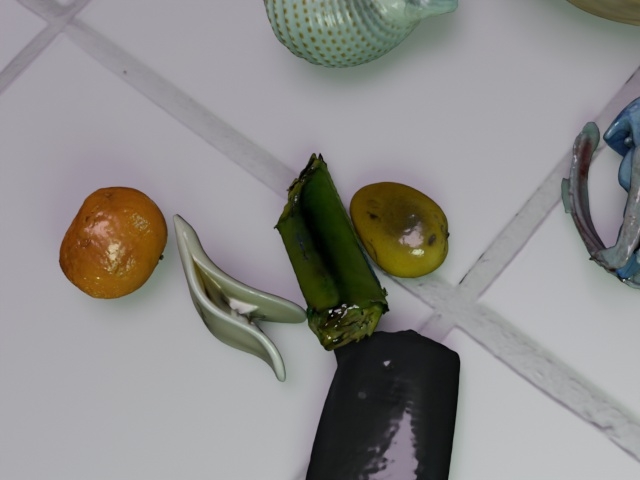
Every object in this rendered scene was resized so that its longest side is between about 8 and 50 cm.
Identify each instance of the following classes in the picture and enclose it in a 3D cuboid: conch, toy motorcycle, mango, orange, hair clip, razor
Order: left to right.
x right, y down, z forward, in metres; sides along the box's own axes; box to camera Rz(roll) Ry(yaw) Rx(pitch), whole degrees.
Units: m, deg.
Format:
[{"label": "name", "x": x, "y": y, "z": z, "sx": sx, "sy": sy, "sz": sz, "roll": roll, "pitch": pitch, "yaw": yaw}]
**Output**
[{"label": "orange", "x": -0.338, "y": 0.006, "z": 1.601, "sx": 0.161, "sy": 0.193, "sz": 0.193, "roll": 32, "pitch": 76, "yaw": -13}, {"label": "hair clip", "x": -0.142, "y": 0.102, "z": 1.531, "sx": 0.282, "sy": 0.172, "sz": 0.113, "roll": 33, "pitch": 70, "yaw": 12}, {"label": "conch", "x": 0.062, "y": -0.433, "z": 1.672, "sx": 0.319, "sy": 0.215, "sz": 0.302, "roll": 13, "pitch": 71, "yaw": -7}, {"label": "razor", "x": 0.089, "y": 0.298, "z": 1.405, "sx": 0.205, "sy": 0.113, "sz": 0.348, "roll": 4, "pitch": 69, "yaw": 19}, {"label": "mango", "x": 0.120, "y": -0.023, "z": 1.543, "sx": 0.195, "sy": 0.098, "sz": 0.137, "roll": 36, "pitch": 84, "yaw": 29}, {"label": "toy motorcycle", "x": 0.480, "y": -0.096, "z": 1.433, "sx": 0.241, "sy": 0.182, "sz": 0.319, "roll": 7, "pitch": 71, "yaw": 17}]

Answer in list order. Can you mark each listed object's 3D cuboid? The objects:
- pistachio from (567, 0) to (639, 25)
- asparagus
[{"label": "pistachio", "x": 0.474, "y": -0.525, "z": 1.565, "sx": 0.365, "sy": 0.281, "sz": 0.445, "roll": -35, "pitch": 68, "yaw": -32}, {"label": "asparagus", "x": 0.000, "y": 0.000, "z": 1.524, "sx": 0.129, "sy": 0.108, "sz": 0.381, "roll": -20, "pitch": 50, "yaw": -3}]
